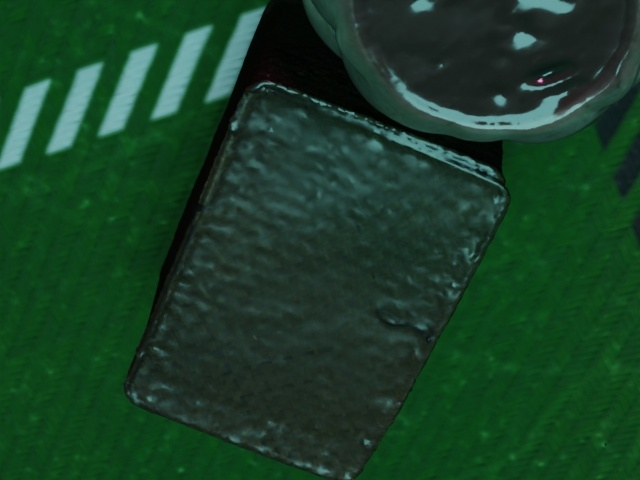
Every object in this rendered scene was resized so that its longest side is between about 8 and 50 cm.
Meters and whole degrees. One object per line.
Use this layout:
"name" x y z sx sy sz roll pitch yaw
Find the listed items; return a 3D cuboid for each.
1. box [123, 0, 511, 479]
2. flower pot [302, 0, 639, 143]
"box" 0.000 0.001 1.283 0.184 0.143 0.273 21 121 -5
"flower pot" 0.105 -0.178 1.126 0.246 0.195 0.246 3 121 5
